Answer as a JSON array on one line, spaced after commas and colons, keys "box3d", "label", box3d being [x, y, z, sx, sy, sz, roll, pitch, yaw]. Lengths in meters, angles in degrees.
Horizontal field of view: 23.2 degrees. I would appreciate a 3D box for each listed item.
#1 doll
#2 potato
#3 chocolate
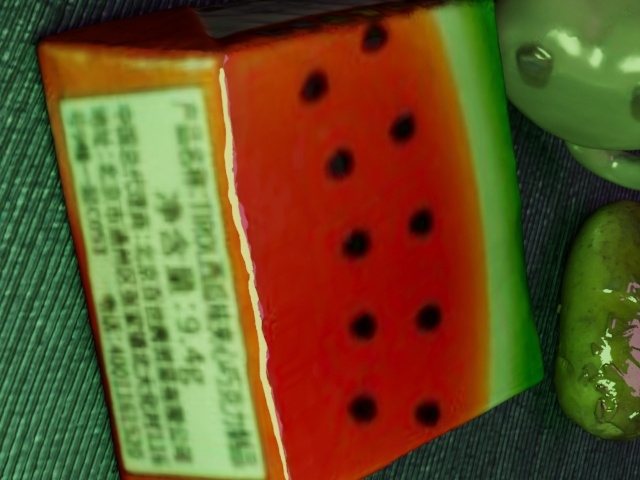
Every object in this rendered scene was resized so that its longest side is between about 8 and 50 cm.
[{"box3d": [0.287, -0.249, 1.422, 0.226, 0.215, 0.370, 26, 79, -69], "label": "doll"}, {"box3d": [0.293, 0.073, 1.514, 0.149, 0.113, 0.251, 34, 65, -41], "label": "potato"}, {"box3d": [0.000, 0.000, 1.117, 0.341, 0.161, 0.360, -20, 104, -46], "label": "chocolate"}]
